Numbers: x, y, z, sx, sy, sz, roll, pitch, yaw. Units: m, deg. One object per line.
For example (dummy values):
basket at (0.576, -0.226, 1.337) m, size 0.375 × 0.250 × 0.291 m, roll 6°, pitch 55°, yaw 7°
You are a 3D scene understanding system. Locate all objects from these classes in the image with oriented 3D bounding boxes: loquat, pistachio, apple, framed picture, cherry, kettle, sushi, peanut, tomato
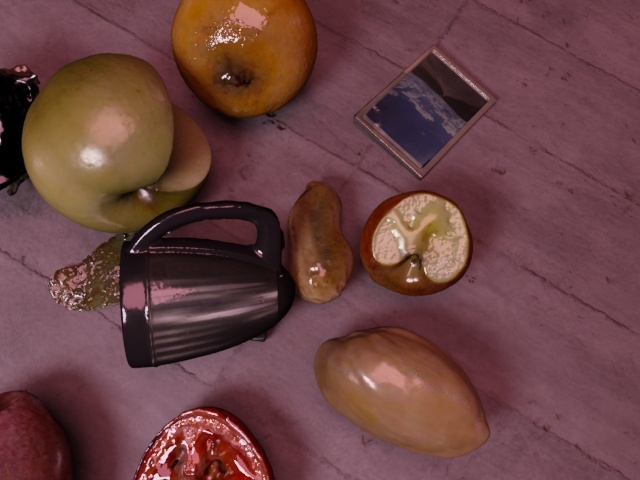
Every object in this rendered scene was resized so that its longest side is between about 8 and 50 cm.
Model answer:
loquat at (-0.136, -0.357, 0.946) m, size 0.263 × 0.263 × 0.263 m, roll 1°, pitch 73°, yaw -4°
pistachio at (0.129, 0.239, 0.844) m, size 0.293 × 0.162 × 0.181 m, roll 27°, pitch 91°, yaw 0°
apple at (-0.333, -0.159, 0.863) m, size 0.292 × 0.292 × 0.254 m, roll -28°, pitch 68°, yaw -12°
framed picture at (0.219, -0.270, 1.074) m, size 0.189 × 0.023 × 0.260 m, roll 44°, pitch 75°, yaw 6°
cherry at (-0.483, 0.364, 0.731) m, size 0.261 × 0.221 × 0.307 m, roll 11°, pitch 56°, yaw -4°
kettle at (-0.177, 0.071, 0.853) m, size 0.271 × 0.207 × 0.250 m, roll -2°, pitch 86°, yaw -14°
apple at (0.167, 0.009, 0.912) m, size 0.195 × 0.160 × 0.173 m, roll 15°, pitch 69°, yaw 2°
sushi at (-0.579, -0.184, 0.897) m, size 0.239 × 0.219 × 0.225 m, roll -11°, pitch 97°, yaw -3°
peanut at (0.000, 0.000, 0.935) m, size 0.120 × 0.110 × 0.236 m, roll -3°, pitch 65°, yaw 6°
tomato at (-0.179, 0.380, 0.813) m, size 0.228 × 0.101 × 0.227 m, roll -1°, pitch 73°, yaw 4°

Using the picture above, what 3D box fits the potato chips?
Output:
potato chips at (-0.375, 0.053, 0.932) m, size 0.209 × 0.026 × 0.142 m, roll -3°, pitch 72°, yaw -5°
